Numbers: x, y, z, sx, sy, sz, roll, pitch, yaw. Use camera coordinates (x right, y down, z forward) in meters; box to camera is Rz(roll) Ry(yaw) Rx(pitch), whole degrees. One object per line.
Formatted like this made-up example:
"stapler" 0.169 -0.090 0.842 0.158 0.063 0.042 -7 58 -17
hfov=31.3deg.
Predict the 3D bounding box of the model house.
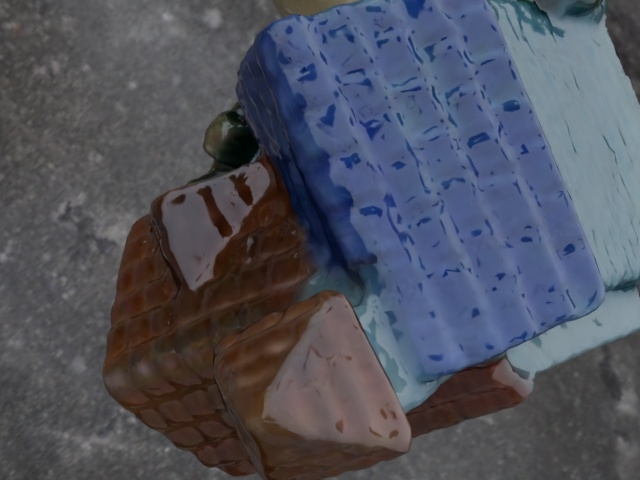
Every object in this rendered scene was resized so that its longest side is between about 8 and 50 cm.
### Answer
"model house" 0.000 0.000 0.599 0.329 0.295 0.252 -24 92 -55

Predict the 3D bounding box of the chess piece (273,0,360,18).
"chess piece" -0.003 -0.259 0.830 0.124 0.139 0.307 55 2 8
